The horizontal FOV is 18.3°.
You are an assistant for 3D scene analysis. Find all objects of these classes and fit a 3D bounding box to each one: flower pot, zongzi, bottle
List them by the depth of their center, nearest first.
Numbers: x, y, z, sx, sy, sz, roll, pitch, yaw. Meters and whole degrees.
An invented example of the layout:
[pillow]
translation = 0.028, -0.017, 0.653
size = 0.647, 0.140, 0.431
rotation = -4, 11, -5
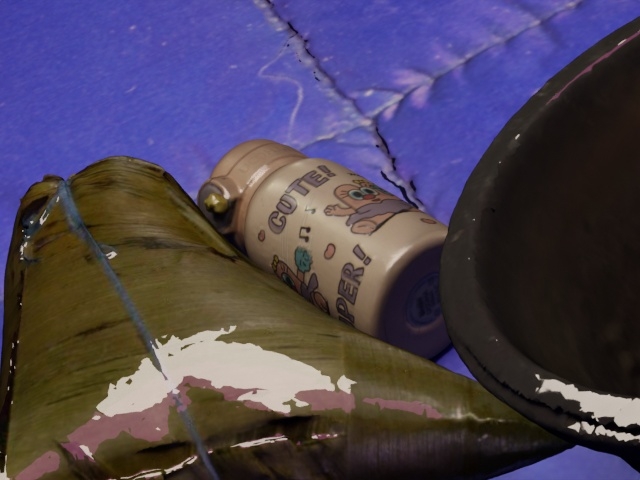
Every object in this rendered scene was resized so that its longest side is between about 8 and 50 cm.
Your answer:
[flower pot]
translation = 0.278, 0.036, 1.057
size = 0.379, 0.251, 0.379
rotation = -22, 35, 16
[zongzi]
translation = -0.030, 0.056, 1.239
size = 0.360, 0.160, 0.323
rotation = -15, 45, 9
[bottle]
translation = 0.000, 0.000, 1.335
size = 0.110, 0.097, 0.209
rotation = -9, 29, -40
